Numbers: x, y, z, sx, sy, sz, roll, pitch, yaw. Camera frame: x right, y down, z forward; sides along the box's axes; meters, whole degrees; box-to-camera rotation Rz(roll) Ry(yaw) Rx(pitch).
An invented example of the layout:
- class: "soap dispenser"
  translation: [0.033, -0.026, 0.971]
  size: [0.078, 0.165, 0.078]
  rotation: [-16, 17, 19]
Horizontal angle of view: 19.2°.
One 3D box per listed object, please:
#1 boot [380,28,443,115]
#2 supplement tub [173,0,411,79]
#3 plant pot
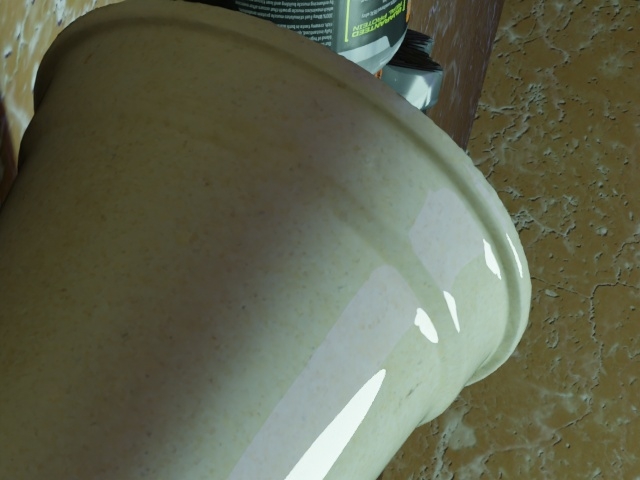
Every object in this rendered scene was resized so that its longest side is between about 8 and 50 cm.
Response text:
- class: "boot"
  translation: [0.000, 0.000, 1.961]
  size: [0.367, 0.146, 0.445]
  rotation: [-90, -168, -75]
- class: "supplement tub"
  translation: [-0.020, -0.248, 1.454]
  size: [0.193, 0.194, 0.316]
  rotation: [-66, 164, -50]
- class: "plant pot"
  translation: [-0.093, 0.088, 1.069]
  size: [0.305, 0.334, 0.334]
  rotation: [-58, 160, -32]
